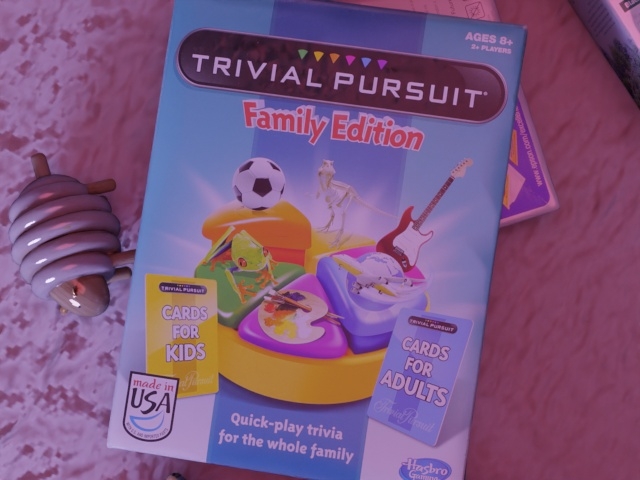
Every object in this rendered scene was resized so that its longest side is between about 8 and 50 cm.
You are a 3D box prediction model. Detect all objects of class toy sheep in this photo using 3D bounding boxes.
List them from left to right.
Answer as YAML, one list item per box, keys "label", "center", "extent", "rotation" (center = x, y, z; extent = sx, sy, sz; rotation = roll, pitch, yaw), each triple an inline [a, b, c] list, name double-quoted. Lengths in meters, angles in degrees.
- label: "toy sheep"
  center: [-0.187, -0.004, 1.240]
  extent: [0.091, 0.091, 0.132]
  rotation: [-21, 71, -3]

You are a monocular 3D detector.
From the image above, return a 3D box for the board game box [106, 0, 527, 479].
- label: "board game box"
  center: [0.000, 0.000, 1.206]
  extent: [0.253, 0.079, 0.336]
  rotation: [8, 87, 6]

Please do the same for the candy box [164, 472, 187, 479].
- label: "candy box"
  center: [-0.049, 0.338, 1.205]
  extent: [0.316, 0.087, 0.183]
  rotation: [41, 82, 2]

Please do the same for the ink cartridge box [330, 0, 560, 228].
- label: "ink cartridge box"
  center: [0.051, -0.089, 1.269]
  extent: [0.208, 0.045, 0.206]
  rotation: [-17, 85, 3]

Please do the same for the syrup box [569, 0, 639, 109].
- label: "syrup box"
  center: [0.280, -0.137, 1.258]
  extent: [0.096, 0.093, 0.237]
  rotation: [-31, 86, -4]
